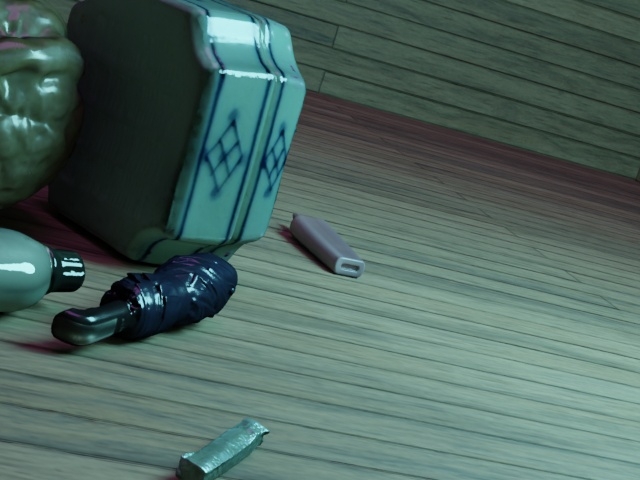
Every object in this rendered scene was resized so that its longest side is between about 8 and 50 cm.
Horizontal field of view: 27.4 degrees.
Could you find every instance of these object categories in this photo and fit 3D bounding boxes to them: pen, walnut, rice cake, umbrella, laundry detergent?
[{"bbox_3d":[0.000,0.000,1.670,0.053,0.032,0.197,11,16,-24],"label":"pen"},{"bbox_3d":[-0.362,-0.148,1.325,0.248,0.248,0.248,17,12,-4],"label":"walnut"},{"bbox_3d":[-0.067,0.148,0.925,0.022,0.021,0.121,31,14,13],"label":"rice cake"},{"bbox_3d":[-0.150,0.060,1.147,0.071,0.071,0.248,21,19,18],"label":"umbrella"},{"bbox_3d":[-0.290,0.021,1.068,0.099,0.070,0.225,19,11,42],"label":"laundry detergent"}]

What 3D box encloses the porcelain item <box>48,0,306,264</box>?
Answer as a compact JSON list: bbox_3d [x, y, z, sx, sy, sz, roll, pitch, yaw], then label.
[{"bbox_3d":[-0.163,-0.130,1.421,0.157,0.281,0.286,2,18,-45],"label":"porcelain item"}]
